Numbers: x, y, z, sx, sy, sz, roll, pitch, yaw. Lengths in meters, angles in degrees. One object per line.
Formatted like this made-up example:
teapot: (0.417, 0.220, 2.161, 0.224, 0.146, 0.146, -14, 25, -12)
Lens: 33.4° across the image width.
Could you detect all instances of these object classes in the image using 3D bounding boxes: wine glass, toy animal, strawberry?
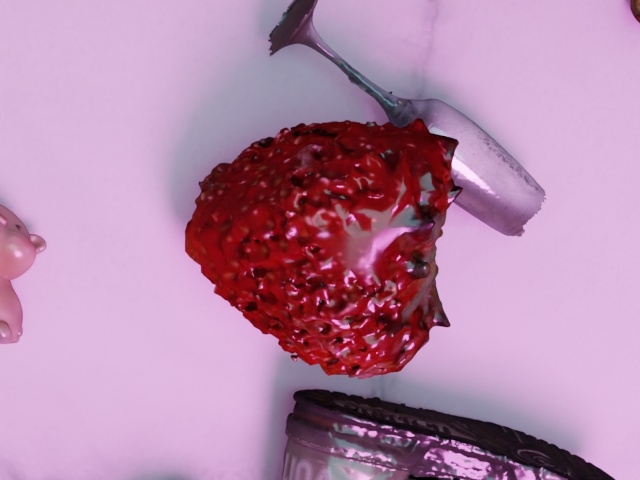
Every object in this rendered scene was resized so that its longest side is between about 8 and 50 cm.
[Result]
wine glass: (0.076, -0.093, 0.839, 0.262, 0.074, 0.074, 37, 83, -17)
toy animal: (-0.230, 0.014, 0.749, 0.082, 0.091, 0.114, -42, 103, -24)
strawberry: (0.000, 0.000, 0.769, 0.202, 0.187, 0.184, 7, 64, 5)

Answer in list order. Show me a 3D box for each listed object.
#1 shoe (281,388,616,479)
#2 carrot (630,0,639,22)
shoe: (0.096, 0.219, 0.851, 0.293, 0.109, 0.149, 18, 93, -14)
carrot: (0.354, -0.206, 0.926, 0.191, 0.047, 0.047, -4, 95, -21)
